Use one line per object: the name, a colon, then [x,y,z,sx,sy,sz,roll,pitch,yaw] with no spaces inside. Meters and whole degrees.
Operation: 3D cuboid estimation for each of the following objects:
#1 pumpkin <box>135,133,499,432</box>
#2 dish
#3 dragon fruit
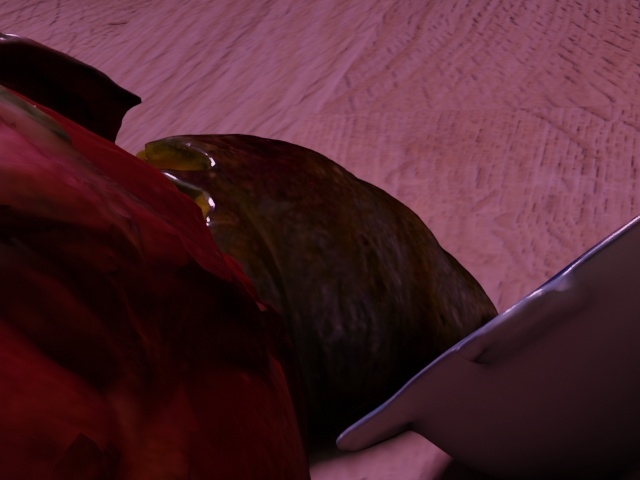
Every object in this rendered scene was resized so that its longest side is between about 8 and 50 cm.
pumpkin: [0.000,0.000,0.866,0.149,0.130,0.254,-12,15,6]
dish: [0.127,0.048,0.743,0.236,0.086,0.228,-26,-11,-40]
dragon fruit: [-0.129,0.081,0.433,0.277,0.277,0.342,-7,44,-9]
